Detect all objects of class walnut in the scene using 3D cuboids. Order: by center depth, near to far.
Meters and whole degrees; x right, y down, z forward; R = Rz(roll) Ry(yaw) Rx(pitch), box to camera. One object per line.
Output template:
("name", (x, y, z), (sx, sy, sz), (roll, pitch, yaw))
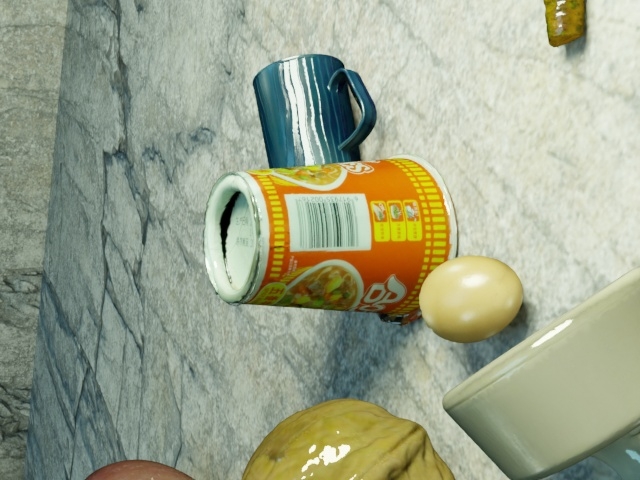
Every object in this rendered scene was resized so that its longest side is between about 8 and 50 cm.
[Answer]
("walnut", (0.027, 0.268, 0.732), (0.228, 0.228, 0.227), (1, 91, 58))

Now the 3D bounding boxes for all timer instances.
("timer", (0.228, 0.172, 0.498), (0.266, 0.175, 0.175), (56, 138, 15))

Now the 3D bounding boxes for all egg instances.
("egg", (0.139, 0.051, 0.670), (0.096, 0.080, 0.080), (-29, 65, 37))

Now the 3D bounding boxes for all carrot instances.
("carrot", (0.201, -0.246, 0.607), (0.042, 0.042, 0.170), (1, 93, 58))

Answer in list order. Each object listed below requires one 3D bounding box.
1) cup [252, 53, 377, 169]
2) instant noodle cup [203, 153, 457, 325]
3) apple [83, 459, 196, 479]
("cup", (-0.010, -0.136, 0.865), (0.150, 0.114, 0.138), (130, 131, -70))
("instant noodle cup", (0.000, 0.000, 0.764), (0.193, 0.212, 0.193), (2, 92, 58))
("apple", (-0.278, 0.502, 1.193), (0.306, 0.235, 0.305), (-9, 80, 57))
